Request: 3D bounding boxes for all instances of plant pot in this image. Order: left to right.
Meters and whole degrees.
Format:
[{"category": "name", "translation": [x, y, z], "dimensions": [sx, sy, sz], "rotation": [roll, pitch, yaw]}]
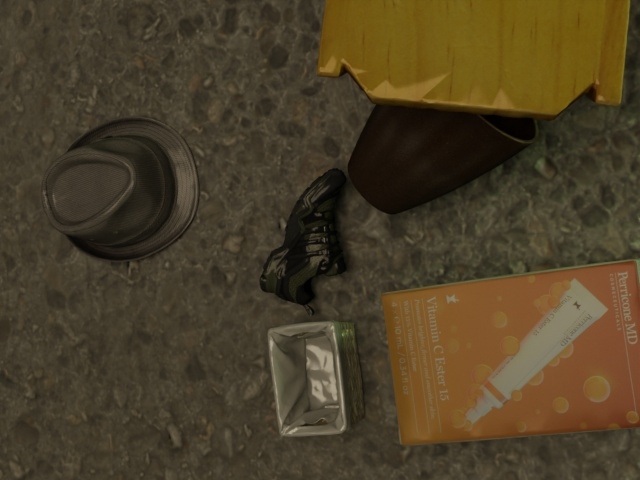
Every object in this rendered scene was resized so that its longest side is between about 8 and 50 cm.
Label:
[{"category": "plant pot", "translation": [0.152, -0.147, 1.417], "dimensions": [0.230, 0.215, 0.215], "rotation": [-44, 74, 30]}]

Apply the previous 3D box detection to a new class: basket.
[{"category": "basket", "translation": [-0.003, 0.206, 1.512], "dimensions": [0.113, 0.103, 0.167], "rotation": [-8, 86, 21]}]

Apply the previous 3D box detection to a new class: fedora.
[{"category": "fedora", "translation": [-0.351, -0.086, 1.640], "dimensions": [0.275, 0.124, 0.244], "rotation": [-9, 87, 21]}]

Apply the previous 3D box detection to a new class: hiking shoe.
[{"category": "hiking shoe", "translation": [0.000, 0.000, 1.536], "dimensions": [0.114, 0.086, 0.227], "rotation": [29, 106, 5]}]

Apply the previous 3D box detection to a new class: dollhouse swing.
[{"category": "dollhouse swing", "translation": [0.195, -0.280, 1.287], "dimensions": [0.346, 0.305, 0.315], "rotation": [6, 81, 6]}]

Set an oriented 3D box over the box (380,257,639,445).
[{"category": "box", "translation": [0.280, 0.152, 1.367], "dimensions": [0.345, 0.168, 0.215], "rotation": [-9, 86, 21]}]
